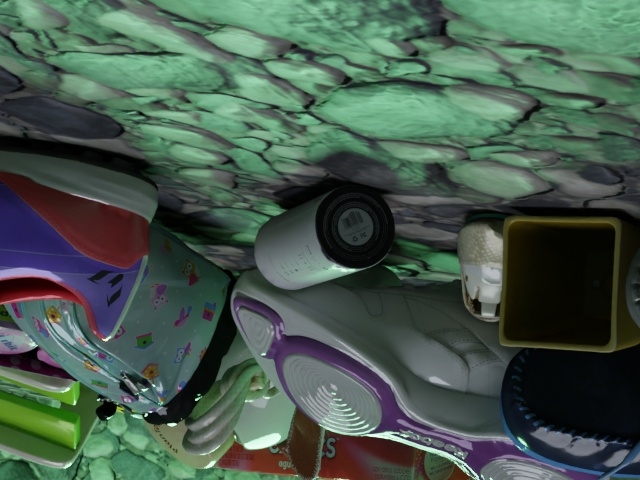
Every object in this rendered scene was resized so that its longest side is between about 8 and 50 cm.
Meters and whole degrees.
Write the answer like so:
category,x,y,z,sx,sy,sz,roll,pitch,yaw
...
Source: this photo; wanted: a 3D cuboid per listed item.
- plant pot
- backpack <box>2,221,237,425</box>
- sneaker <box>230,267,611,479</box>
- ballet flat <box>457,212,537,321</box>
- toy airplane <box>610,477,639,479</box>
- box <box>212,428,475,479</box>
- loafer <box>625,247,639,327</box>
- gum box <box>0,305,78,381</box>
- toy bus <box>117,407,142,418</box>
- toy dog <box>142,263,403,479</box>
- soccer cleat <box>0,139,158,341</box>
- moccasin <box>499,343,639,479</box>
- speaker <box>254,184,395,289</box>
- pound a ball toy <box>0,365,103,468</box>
category,x,y,z,sx,sy,sz,roll,pitch,yaw
plant pot,0.168,0.028,1.181,0.081,0.082,0.083,2,178,36
backpack,-0.146,0.042,1.396,0.115,0.152,0.182,1,153,44
sneaker,0.078,0.080,1.379,0.305,0.152,0.114,25,147,-11
ballet flat,0.119,0.024,1.264,0.057,0.052,0.168,7,169,8
toy airplane,0.248,0.267,1.551,0.386,0.384,0.272,15,-178,-27
box,0.043,0.153,1.747,0.154,0.142,0.300,10,172,-39
loafer,0.306,0.039,1.124,0.251,0.094,0.087,13,-178,5
gum box,-0.250,0.037,1.474,0.188,0.107,0.062,14,143,-27
toy bus,-0.239,0.101,1.844,0.130,0.108,0.332,7,169,16
toy dog,-0.012,0.125,1.563,0.161,0.220,0.333,45,170,-11
soccer cleat,-0.269,-0.012,1.241,0.318,0.116,0.108,8,170,6
moccasin,0.295,0.082,1.289,0.342,0.138,0.117,-6,158,-5
speaker,0.000,0.000,1.237,0.055,0.055,0.136,12,169,-16
pound a ball toy,-0.338,0.089,1.636,0.319,0.136,0.208,18,140,9
